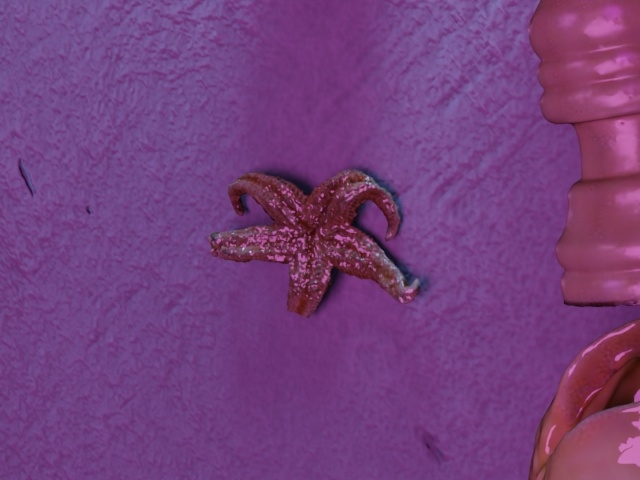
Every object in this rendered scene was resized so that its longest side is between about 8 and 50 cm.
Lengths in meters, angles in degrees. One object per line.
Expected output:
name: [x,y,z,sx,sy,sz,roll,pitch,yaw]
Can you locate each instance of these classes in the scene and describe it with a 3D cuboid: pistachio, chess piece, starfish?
pistachio: [0.273,0.161,1.251,0.238,0.229,0.321,35,125,-27]
chess piece: [0.223,-0.111,1.285,0.139,0.124,0.307,-2,99,66]
starfish: [-0.006,0.003,1.505,0.210,0.053,0.150,28,122,24]
